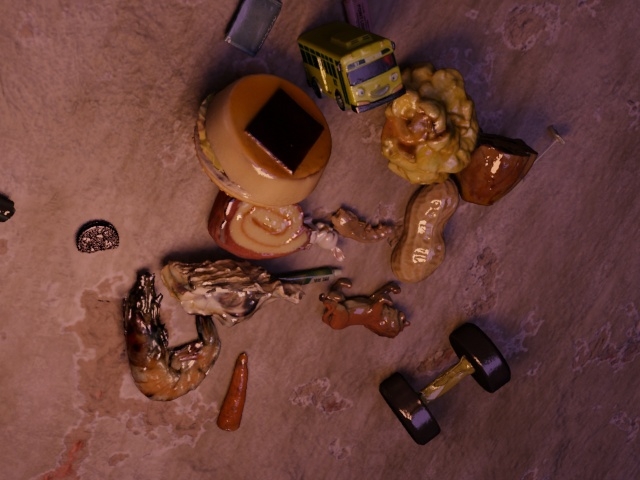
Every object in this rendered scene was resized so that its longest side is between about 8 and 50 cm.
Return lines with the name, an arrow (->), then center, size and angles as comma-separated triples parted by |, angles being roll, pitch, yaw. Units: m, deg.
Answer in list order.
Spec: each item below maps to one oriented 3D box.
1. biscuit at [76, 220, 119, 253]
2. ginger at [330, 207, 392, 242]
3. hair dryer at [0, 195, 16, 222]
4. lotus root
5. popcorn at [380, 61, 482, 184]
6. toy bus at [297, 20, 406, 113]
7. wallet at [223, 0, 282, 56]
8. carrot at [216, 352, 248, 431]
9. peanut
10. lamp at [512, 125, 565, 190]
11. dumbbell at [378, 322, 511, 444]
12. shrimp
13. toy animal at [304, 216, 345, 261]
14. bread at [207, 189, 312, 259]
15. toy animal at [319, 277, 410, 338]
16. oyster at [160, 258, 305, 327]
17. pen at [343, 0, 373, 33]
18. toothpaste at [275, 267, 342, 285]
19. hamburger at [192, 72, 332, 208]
biscuit -> -0.482, -0.001, 1.770 | 0.089, 0.027, 0.087 | 33, 97, -34
ginger -> 0.096, -0.031, 2.022 | 0.173, 0.051, 0.069 | 16, 112, -36
hair dryer -> -0.701, -0.145, 1.563 | 0.302, 0.116, 0.244 | 28, 101, -45
lotus root -> 0.422, -0.166, 2.014 | 0.188, 0.199, 0.180 | 7, 109, -24
popcorn -> 0.242, -0.264, 1.878 | 0.252, 0.215, 0.286 | -26, 121, -38
toy bus -> 0.060, -0.367, 1.704 | 0.128, 0.262, 0.150 | -24, 120, -13
wallet -> -0.141, -0.457, 1.704 | 0.088, 0.026, 0.129 | 21, 103, -36
carrot -> -0.214, 0.381, 2.078 | 0.061, 0.061, 0.209 | 6, 108, -28
peanut -> 0.266, -0.024, 2.051 | 0.120, 0.136, 0.298 | -15, 125, -58
lamp -> 0.562, -0.215, 2.165 | 0.198, 0.056, 0.050 | -44, 127, 14
dumbbell -> 0.344, 0.394, 2.257 | 0.322, 0.204, 0.204 | -35, 124, -6
shrimp -> -0.349, 0.222, 1.930 | 0.233, 0.071, 0.365 | -18, 120, -28
toy animal -> 0.002, -0.006, 1.972 | 0.124, 0.071, 0.085 | 9, 109, -29
bread -> -0.137, -0.043, 1.857 | 0.244, 0.123, 0.190 | 22, 106, -32
toy animal -> 0.107, 0.187, 2.110 | 0.312, 0.097, 0.157 | 5, 119, -26
oyster -> -0.195, 0.113, 1.872 | 0.351, 0.115, 0.238 | 12, 152, -22
pen -> 0.086, -0.487, 1.794 | 0.053, 0.032, 0.197 | -25, 124, -12
toothpaste -> -0.043, 0.093, 2.025 | 0.204, 0.031, 0.049 | -8, 130, -19
hamburger -> -0.121, -0.205, 1.699 | 0.300, 0.300, 0.176 | 13, 147, -30
